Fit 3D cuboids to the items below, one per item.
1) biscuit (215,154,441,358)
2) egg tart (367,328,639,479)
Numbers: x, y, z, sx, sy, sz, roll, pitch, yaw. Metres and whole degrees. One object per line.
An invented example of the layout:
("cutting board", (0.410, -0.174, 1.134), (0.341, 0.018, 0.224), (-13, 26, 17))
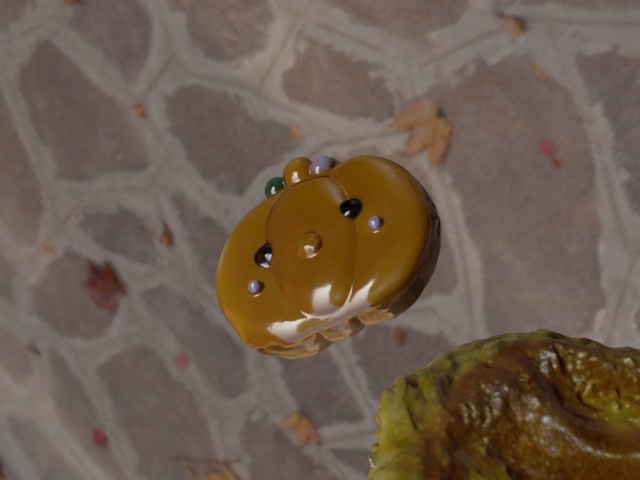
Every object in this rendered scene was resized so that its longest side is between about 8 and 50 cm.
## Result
("biscuit", (-0.002, -0.002, 0.932), (0.170, 0.170, 0.050), (3, 148, 35))
("egg tart", (0.186, 0.185, 0.836), (0.340, 0.351, 0.153), (23, 120, 21))
